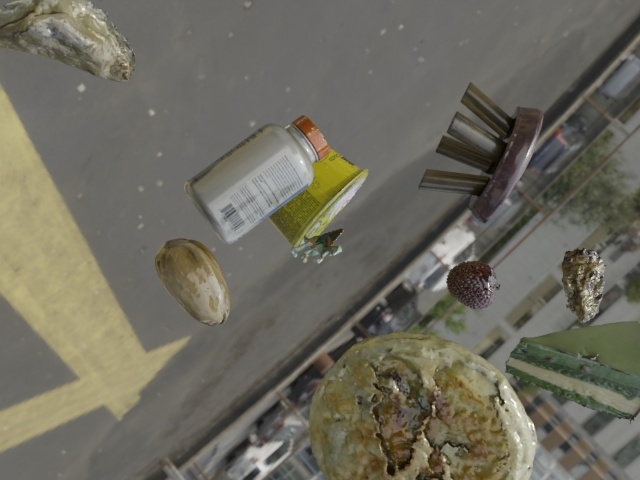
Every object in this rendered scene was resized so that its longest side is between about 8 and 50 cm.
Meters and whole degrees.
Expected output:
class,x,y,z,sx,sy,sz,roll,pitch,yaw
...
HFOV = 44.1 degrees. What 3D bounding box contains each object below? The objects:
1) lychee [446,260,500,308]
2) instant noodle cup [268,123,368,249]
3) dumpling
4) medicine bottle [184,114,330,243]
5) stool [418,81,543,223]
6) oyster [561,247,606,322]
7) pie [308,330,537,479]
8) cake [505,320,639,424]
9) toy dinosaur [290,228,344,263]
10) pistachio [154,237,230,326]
class,x,y,z,sx,sy,sz,roll,pitch,yaw
lychee,0.370,0.103,1.919,0.123,0.129,0.123,-61,175,-10
instant noodle cup,-0.059,-0.162,2.264,0.325,0.254,0.325,-47,174,-6
dumpling,-0.534,-0.434,1.658,0.332,0.086,0.166,9,121,-30
medicine bottle,-0.121,-0.133,1.611,0.289,0.157,0.157,-37,164,-8
stool,0.350,-0.193,1.726,0.272,0.178,0.272,-63,176,-7
oyster,0.623,0.106,1.875,0.056,0.105,0.177,149,-47,-83
pie,0.142,0.290,1.163,0.339,0.339,0.077,-48,175,18
cake,0.548,0.237,1.671,0.158,0.284,0.172,97,15,-45
toy dinosaur,0.002,0.003,1.580,0.106,0.044,0.187,-27,-170,15
pistachio,-0.232,0.075,1.444,0.108,0.185,0.126,-24,163,-51
